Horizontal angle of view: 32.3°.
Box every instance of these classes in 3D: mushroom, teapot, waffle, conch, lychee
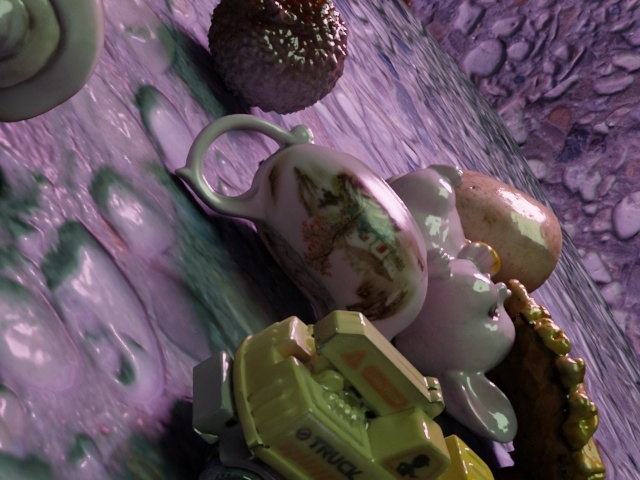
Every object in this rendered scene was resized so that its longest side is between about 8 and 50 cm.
[{"bbox_3d":[0.181,0.003,1.467,0.189,0.195,0.254,33,-8,-10],"label":"mushroom"},{"bbox_3d":[0.000,0.000,1.038,0.298,0.139,0.204,52,-10,-4],"label":"teapot"},{"bbox_3d":[0.250,0.194,1.293,0.300,0.058,0.281,-120,-157,-59],"label":"waffle"},{"bbox_3d":[-0.227,-0.149,0.760,0.158,0.127,0.255,21,1,-11],"label":"conch"},{"bbox_3d":[-0.048,-0.228,1.270,0.165,0.165,0.197,60,-15,13],"label":"lychee"}]

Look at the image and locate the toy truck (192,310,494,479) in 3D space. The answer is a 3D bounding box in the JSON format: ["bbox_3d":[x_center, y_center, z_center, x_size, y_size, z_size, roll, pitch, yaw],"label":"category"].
[{"bbox_3d":[0.034,0.163,0.774,0.272,0.157,0.124,46,19,-28],"label":"toy truck"}]

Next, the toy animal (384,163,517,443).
[{"bbox_3d":[0.135,0.071,1.257,0.208,0.154,0.325,98,-19,-84],"label":"toy animal"}]

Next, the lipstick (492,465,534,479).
[{"bbox_3d":[0.191,0.330,1.072,0.057,0.057,0.356,53,18,-9],"label":"lipstick"}]

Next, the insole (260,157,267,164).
[{"bbox_3d":[-0.010,-0.043,1.297,0.192,0.010,0.063,35,26,-49],"label":"insole"}]
